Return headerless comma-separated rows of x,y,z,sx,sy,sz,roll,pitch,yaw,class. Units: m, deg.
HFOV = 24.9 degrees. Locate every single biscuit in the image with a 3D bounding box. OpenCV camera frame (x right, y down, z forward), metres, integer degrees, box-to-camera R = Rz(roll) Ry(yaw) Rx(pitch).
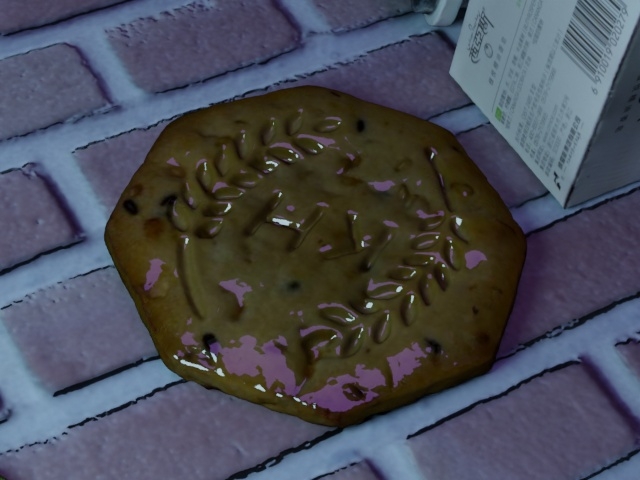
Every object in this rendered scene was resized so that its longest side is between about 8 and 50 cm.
0.001,0.000,1.215,0.359,0.046,0.359,4,52,-5,biscuit

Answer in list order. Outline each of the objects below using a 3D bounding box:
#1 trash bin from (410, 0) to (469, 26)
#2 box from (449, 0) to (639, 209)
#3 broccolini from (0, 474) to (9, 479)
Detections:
0.254,-0.371,1.408,0.368,0.296,0.255,3,50,-14,trash bin
0.228,-0.188,1.261,0.111,0.260,0.194,-21,58,-23,box
-0.275,0.197,1.013,0.271,0.062,0.123,30,63,12,broccolini
